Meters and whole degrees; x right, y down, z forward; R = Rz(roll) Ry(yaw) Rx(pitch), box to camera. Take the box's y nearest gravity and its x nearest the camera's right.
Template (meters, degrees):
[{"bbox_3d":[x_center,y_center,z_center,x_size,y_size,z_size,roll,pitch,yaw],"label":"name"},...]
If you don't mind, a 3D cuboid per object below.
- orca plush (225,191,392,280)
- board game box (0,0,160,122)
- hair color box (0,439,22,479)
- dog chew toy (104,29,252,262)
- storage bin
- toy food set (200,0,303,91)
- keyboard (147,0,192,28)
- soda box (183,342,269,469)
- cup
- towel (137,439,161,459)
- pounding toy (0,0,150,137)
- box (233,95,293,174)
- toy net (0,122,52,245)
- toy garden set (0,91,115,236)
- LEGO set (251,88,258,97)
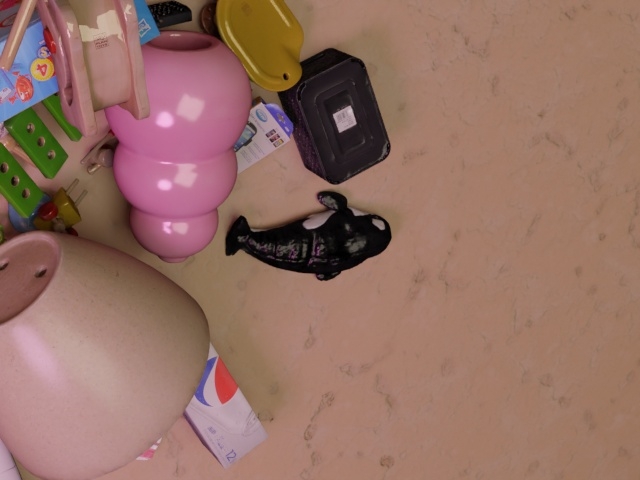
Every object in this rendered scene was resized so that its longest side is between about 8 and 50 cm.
[{"bbox_3d":[0.000,0.000,1.851,0.287,0.102,0.151,13,102,-30],"label":"orca plush"},{"bbox_3d":[-0.391,-0.249,1.434,0.302,0.308,0.086,-32,121,-13],"label":"board game box"},{"bbox_3d":[-0.548,0.321,1.683,0.185,0.113,0.375,-23,117,-18],"label":"hair color box"},{"bbox_3d":[-0.204,-0.124,1.647,0.206,0.206,0.332,-8,118,-25],"label":"dog chew toy"},{"bbox_3d":[0.021,-0.193,1.801,0.122,0.084,0.180,-29,120,-15],"label":"storage bin"},{"bbox_3d":[-0.112,-0.314,1.698,0.128,0.071,0.218,-50,119,-28],"label":"toy food set"},{"bbox_3d":[-0.262,-0.308,1.584,0.192,0.100,0.038,-21,129,-30],"label":"keyboard"},{"bbox_3d":[-0.194,0.216,1.809,0.091,0.098,0.286,-35,118,-14],"label":"soda box"},{"bbox_3d":[-0.349,0.124,1.561,0.331,0.331,0.237,-41,132,-8],"label":"cup"},{"bbox_3d":[-0.298,0.248,1.838,0.144,0.029,0.197,22,95,-32],"label":"towel"},{"bbox_3d":[-0.287,-0.231,1.237,0.154,0.154,0.270,-21,137,-20],"label":"pounding toy"},{"bbox_3d":[-0.110,-0.158,1.754,0.136,0.028,0.081,-33,122,9],"label":"box"},{"bbox_3d":[-0.448,-0.102,1.618,0.122,0.045,0.232,-18,114,-18],"label":"toy net"},{"bbox_3d":[-0.363,-0.133,1.611,0.244,0.049,0.204,-62,144,-27],"label":"toy garden set"},{"bbox_3d":[-0.114,-0.205,1.767,0.054,0.023,0.083,-7,99,-27],"label":"LEGO set"}]
